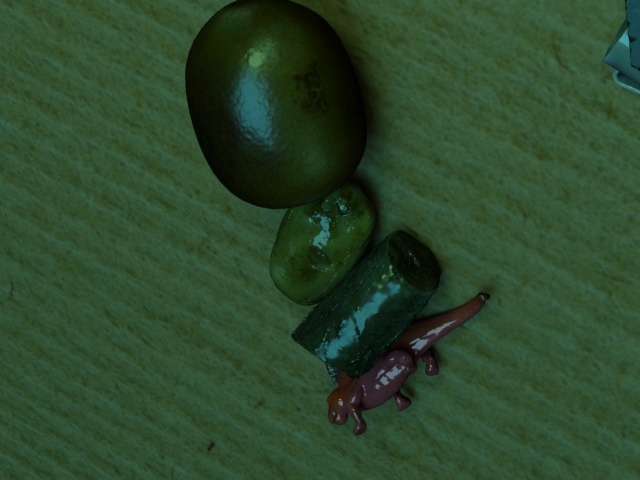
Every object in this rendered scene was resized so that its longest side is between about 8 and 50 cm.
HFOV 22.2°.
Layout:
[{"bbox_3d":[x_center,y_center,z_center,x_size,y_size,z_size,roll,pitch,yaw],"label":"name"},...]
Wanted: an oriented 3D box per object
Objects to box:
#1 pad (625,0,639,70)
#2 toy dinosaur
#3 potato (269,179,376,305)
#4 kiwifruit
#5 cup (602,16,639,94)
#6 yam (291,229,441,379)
[{"bbox_3d":[0.446,-0.277,1.527,0.330,0.004,0.220,-3,110,16],"label":"pad"},{"bbox_3d":[0.079,0.111,1.930,0.286,0.070,0.139,-51,61,29],"label":"toy dinosaur"},{"bbox_3d":[0.000,0.000,1.894,0.107,0.080,0.170,47,128,16],"label":"potato"},{"bbox_3d":[-0.051,-0.155,1.777,0.196,0.196,0.234,-1,114,28],"label":"kiwifruit"},{"bbox_3d":[0.341,-0.174,1.644,0.116,0.074,0.104,36,149,2],"label":"cup"},{"bbox_3d":[0.055,0.079,1.860,0.107,0.107,0.183,42,105,4],"label":"yam"}]
